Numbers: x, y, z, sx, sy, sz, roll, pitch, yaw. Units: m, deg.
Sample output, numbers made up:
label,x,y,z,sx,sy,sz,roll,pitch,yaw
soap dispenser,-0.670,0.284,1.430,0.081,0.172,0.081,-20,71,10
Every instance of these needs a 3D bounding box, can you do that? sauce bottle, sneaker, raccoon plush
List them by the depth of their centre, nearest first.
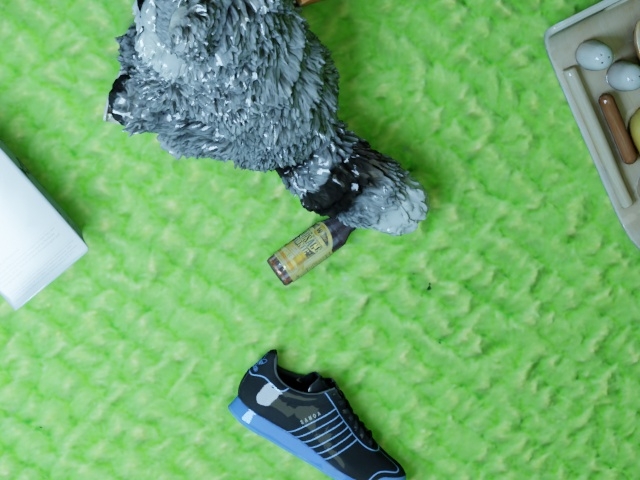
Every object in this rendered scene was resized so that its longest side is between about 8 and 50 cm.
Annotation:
label,x,y,z,sx,sy,sz,roll,pitch,yaw
raccoon plush,-0.014,-0.173,1.557,0.446,0.299,0.216,21,79,-19
sauce bottle,0.000,0.000,1.745,0.128,0.042,0.042,-38,106,-5
sneaker,0.012,0.212,1.766,0.232,0.081,0.090,30,100,-15

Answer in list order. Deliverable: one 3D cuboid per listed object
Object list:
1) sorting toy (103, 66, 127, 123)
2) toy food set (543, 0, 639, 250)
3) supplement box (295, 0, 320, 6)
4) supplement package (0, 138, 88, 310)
label,x,y,z,sx,sy,sz,roll,pitch,yaw
sorting toy,-0.192,-0.161,1.673,0.083,0.045,0.075,9,91,-14
toy food set,0.416,-0.158,1.780,0.219,0.092,0.306,-27,105,-6
supplement box,-0.026,-0.373,1.650,0.078,0.080,0.233,-18,101,-11
supplement package,-0.345,-0.033,1.629,0.105,0.105,0.179,-40,107,-2
